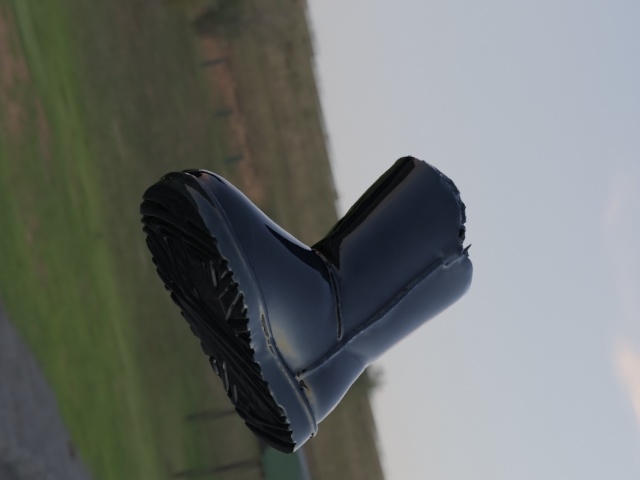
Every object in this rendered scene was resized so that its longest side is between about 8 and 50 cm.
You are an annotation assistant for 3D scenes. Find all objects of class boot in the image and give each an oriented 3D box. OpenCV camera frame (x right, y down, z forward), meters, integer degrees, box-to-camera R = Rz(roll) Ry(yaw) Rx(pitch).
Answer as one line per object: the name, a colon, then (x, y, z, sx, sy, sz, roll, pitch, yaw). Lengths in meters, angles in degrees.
boot: (0.000, 0.000, 1.167, 0.094, 0.207, 0.246, 20, -36, 44)
